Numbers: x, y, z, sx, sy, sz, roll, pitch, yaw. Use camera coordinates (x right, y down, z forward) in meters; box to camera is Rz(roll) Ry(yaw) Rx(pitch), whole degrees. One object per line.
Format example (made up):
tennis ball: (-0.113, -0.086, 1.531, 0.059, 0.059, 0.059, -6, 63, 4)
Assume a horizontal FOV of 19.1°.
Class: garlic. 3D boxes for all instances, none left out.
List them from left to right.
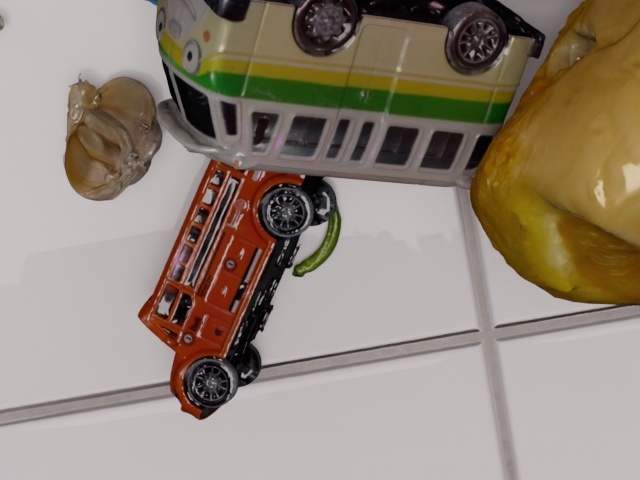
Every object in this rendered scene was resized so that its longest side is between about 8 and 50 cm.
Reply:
garlic: (-0.180, -0.087, 1.683, 0.094, 0.074, 0.113, 30, 99, 29)

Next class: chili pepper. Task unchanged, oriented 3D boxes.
chili pepper: (0.000, 0.000, 1.734, 0.030, 0.017, 0.083, 31, 103, -6)

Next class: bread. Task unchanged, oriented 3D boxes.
bread: (0.304, -0.110, 1.557, 0.394, 0.250, 0.361, -47, 142, 13)

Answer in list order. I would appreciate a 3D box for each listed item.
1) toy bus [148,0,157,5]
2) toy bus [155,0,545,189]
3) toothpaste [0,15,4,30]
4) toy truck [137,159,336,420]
toy bus: (-0.092, -0.277, 1.626, 0.106, 0.090, 0.185, 14, 103, -5)
toy bus: (0.009, -0.143, 1.581, 0.305, 0.143, 0.179, 4, 115, -30)
toothpaste: (-0.376, -0.175, 1.684, 0.197, 0.029, 0.048, -10, 104, 6)
toy truck: (-0.081, 0.029, 1.695, 0.114, 0.107, 0.253, 27, 102, 8)
